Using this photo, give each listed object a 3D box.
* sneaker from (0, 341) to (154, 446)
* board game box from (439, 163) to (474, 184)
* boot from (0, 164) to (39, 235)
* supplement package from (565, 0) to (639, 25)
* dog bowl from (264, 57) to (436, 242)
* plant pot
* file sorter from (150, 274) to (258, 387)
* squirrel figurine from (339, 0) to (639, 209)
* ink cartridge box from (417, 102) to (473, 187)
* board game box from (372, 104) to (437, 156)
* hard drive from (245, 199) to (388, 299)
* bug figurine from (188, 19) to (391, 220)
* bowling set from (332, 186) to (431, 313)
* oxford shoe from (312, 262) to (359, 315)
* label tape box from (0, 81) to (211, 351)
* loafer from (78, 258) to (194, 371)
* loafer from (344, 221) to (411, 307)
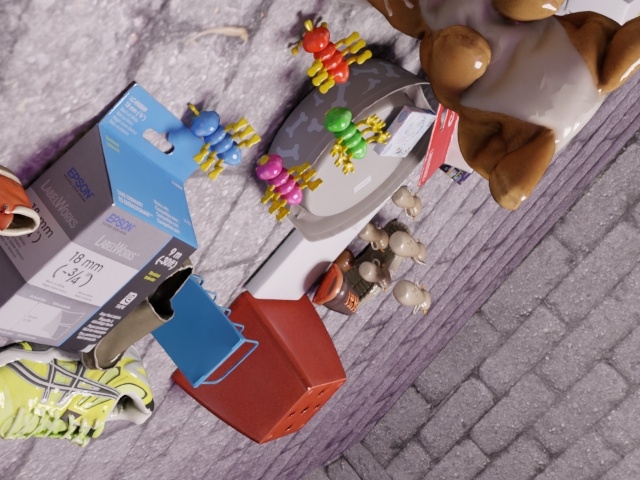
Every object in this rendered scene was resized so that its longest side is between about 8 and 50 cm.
[{"bbox_3d":[-0.411,0.247,1.209,0.385,0.147,0.145,-8,142,-53],"label":"sneaker"},{"bbox_3d":[0.352,-0.215,1.794,0.170,0.048,0.141,-47,157,12],"label":"board game box"},{"bbox_3d":[-0.365,-0.049,0.818,0.059,0.084,0.158,-45,157,11],"label":"boot"},{"bbox_3d":[0.640,-0.535,1.570,0.244,0.134,0.139,-38,158,-11],"label":"supplement package"},{"bbox_3d":[0.052,-0.155,1.313,0.349,0.102,0.348,-35,158,-17],"label":"dog bowl"},{"bbox_3d":[-0.107,0.284,1.685,0.267,0.235,0.267,-49,158,17],"label":"plant pot"},{"bbox_3d":[-0.210,0.154,1.355,0.118,0.170,0.104,-44,162,3],"label":"file sorter"},{"bbox_3d":[0.203,-0.280,1.050,0.281,0.370,0.397,-50,178,15],"label":"squirrel figurine"},{"bbox_3d":[0.279,-0.256,1.382,0.261,0.066,0.296,-46,153,-49],"label":"ink cartridge box"},{"bbox_3d":[0.137,-0.176,1.256,0.090,0.020,0.090,-53,157,25],"label":"board game box"},{"bbox_3d":[0.000,0.000,1.599,0.307,0.040,0.203,-48,158,14],"label":"hard drive"},{"bbox_3d":[-0.039,-0.160,1.077,0.279,0.072,0.216,-38,117,-6],"label":"bug figurine"},{"bbox_3d":[0.140,0.025,1.765,0.200,0.286,0.154,-5,166,27],"label":"bowling set"},{"bbox_3d":[0.046,0.115,1.712,0.096,0.098,0.271,-64,-179,-5],"label":"oxford shoe"},{"bbox_3d":[-0.276,-0.012,1.010,0.334,0.106,0.240,-43,159,2],"label":"label tape box"},{"bbox_3d":[-0.282,0.106,1.197,0.251,0.087,0.094,-57,157,7],"label":"loafer"},{"bbox_3d":[0.134,0.074,1.887,0.268,0.102,0.092,-47,152,9],"label":"loafer"}]
